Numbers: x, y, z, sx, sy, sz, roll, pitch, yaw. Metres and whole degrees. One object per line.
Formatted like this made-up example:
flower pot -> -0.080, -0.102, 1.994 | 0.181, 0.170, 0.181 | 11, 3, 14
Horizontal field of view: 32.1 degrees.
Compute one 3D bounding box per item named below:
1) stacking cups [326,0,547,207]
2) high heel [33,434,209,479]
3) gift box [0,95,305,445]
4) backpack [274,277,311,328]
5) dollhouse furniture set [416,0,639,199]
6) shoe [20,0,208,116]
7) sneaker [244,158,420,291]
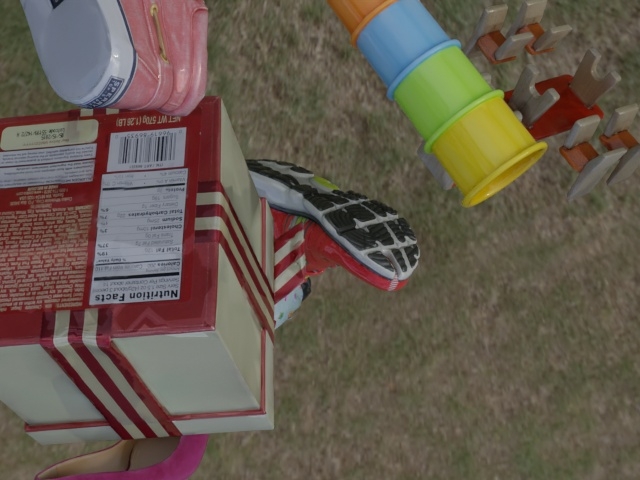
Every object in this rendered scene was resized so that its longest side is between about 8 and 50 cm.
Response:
stacking cups -> 0.085, -0.186, 1.036 | 0.096, 0.096, 0.316 | -36, 79, 17
high heel -> -0.184, 0.195, 1.058 | 0.082, 0.244, 0.117 | 6, 125, 31
gift box -> -0.155, 0.024, 0.997 | 0.255, 0.276, 0.258 | -1, 151, 9
backpack -> -0.105, 0.085, 1.853 | 0.182, 0.115, 0.152 | -39, 123, -28
dollhouse furniture set -> 0.262, -0.163, 1.440 | 0.259, 0.262, 0.135 | -18, 153, -33
shoe -> -0.116, -0.145, 0.579 | 0.063, 0.081, 0.178 | -29, 73, 29
sneaker -> 0.000, 0.000, 1.244 | 0.107, 0.279, 0.118 | -7, 118, -41
